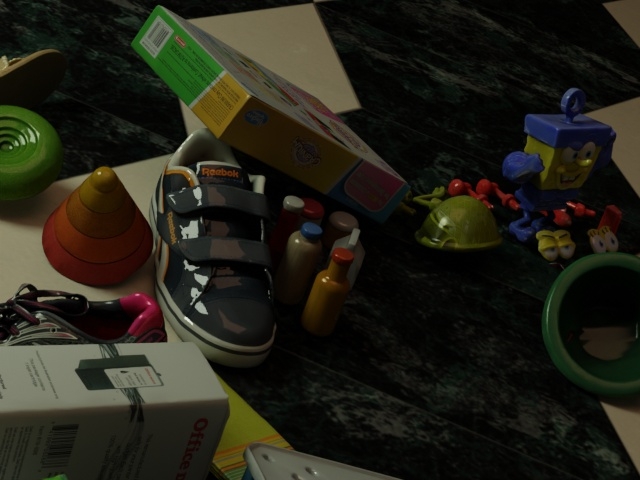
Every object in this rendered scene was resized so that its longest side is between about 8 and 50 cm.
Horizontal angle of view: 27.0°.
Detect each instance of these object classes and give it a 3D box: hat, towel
[{"bbox_3d":[0.353,0.118,1.668,0.172,0.183,0.209,21,70,7],"label":"hat"},{"bbox_3d":[-0.094,0.184,1.280,0.102,0.021,0.237,-7,39,-49],"label":"towel"}]

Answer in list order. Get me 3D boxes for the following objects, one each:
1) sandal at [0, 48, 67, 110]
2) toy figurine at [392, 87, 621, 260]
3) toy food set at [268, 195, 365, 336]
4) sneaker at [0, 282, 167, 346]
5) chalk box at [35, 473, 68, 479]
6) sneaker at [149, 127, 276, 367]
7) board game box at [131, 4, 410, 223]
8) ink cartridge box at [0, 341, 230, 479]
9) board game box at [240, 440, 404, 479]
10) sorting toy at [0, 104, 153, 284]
[{"bbox_3d":[-0.406,-0.192,1.616,0.079,0.088,0.240,30,37,9],"label":"sandal"},{"bbox_3d":[0.274,-0.112,1.776,0.362,0.217,0.191,-3,32,-36],"label":"toy figurine"},{"bbox_3d":[0.000,0.000,1.546,0.111,0.105,0.232,22,30,1],"label":"toy food set"},{"bbox_3d":[-0.287,0.093,1.198,0.299,0.112,0.121,-1,37,-23],"label":"sneaker"},{"bbox_3d":[-0.223,0.265,0.949,0.213,0.132,0.132,-5,39,-36],"label":"chalk box"},{"bbox_3d":[-0.118,-0.004,1.462,0.126,0.127,0.321,7,35,-27],"label":"sneaker"},{"bbox_3d":[-0.059,-0.155,1.669,0.316,0.064,0.242,26,16,-46],"label":"board game box"},{"bbox_3d":[-0.198,0.167,1.104,0.208,0.153,0.087,2,34,-32],"label":"ink cartridge box"},{"bbox_3d":[0.149,0.322,1.038,0.389,0.050,0.390,20,16,-27],"label":"board game box"},{"bbox_3d":[-0.322,-0.112,1.435,0.365,0.126,0.127,41,56,15],"label":"sorting toy"}]
